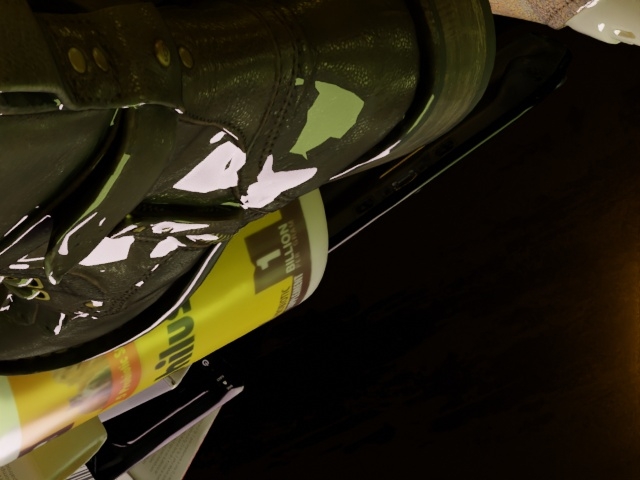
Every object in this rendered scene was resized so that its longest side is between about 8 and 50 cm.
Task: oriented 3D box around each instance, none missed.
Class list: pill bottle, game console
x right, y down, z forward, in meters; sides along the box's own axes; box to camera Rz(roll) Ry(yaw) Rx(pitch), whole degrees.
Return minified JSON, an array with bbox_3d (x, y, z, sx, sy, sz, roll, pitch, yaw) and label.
[{"bbox_3d":[-0.111,0.016,0.758,0.215,0.117,0.117,-28,-178,-25],"label":"pill bottle"},{"bbox_3d":[0.000,0.000,1.105,0.361,0.044,0.213,-36,-164,24],"label":"game console"}]

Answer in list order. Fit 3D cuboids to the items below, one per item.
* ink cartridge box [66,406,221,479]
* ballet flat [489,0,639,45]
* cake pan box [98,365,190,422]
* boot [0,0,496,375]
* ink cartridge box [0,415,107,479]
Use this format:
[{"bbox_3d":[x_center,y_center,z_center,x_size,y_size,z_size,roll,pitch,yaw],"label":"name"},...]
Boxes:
[{"bbox_3d":[-0.194,0.096,1.391,0.271,0.130,0.309,-24,-157,33],"label":"ink cartridge box"},{"bbox_3d":[0.187,-0.147,0.859,0.316,0.106,0.107,-25,-178,43],"label":"ballet flat"},{"bbox_3d":[-0.140,0.031,1.134,0.245,0.070,0.267,-29,-161,35],"label":"cake pan box"},{"bbox_3d":[-0.098,-0.011,0.476,0.263,0.091,0.229,-31,174,38],"label":"boot"},{"bbox_3d":[-0.220,0.081,0.865,0.190,0.140,0.082,-26,-176,20],"label":"ink cartridge box"}]
